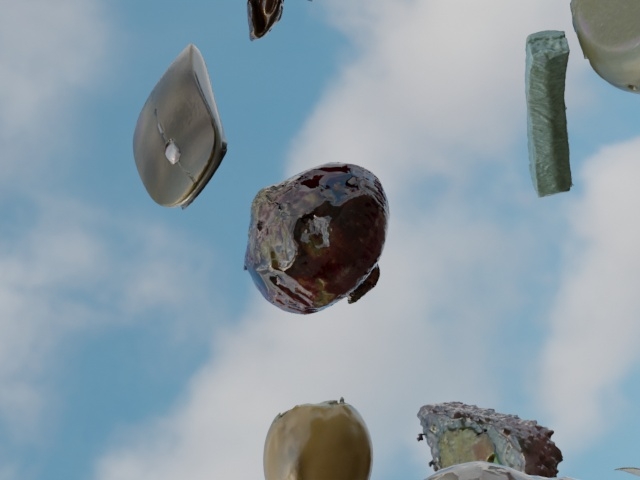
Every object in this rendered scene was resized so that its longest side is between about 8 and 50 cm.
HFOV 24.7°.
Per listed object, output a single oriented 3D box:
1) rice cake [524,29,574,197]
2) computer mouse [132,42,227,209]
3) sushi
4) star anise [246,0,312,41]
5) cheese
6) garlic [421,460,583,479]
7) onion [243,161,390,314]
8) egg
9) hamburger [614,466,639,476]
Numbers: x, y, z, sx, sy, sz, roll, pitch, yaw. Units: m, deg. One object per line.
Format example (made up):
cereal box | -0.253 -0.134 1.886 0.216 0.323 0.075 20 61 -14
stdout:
rice cake | 0.231 -0.121 1.476 0.045 0.042 0.245 -11 -33 4
computer mouse | -0.161 -0.133 1.637 0.056 0.245 0.126 25 -63 -28
sushi | 0.215 0.300 1.884 0.107 0.241 0.161 4 -89 -36
star anise | -0.004 -0.223 1.053 0.191 0.097 0.070 -33 -11 -2
cheese | 0.329 -0.228 1.330 0.091 0.175 0.202 13 -36 -35
garlic | 0.090 0.196 0.686 0.245 0.245 0.253 -40 -30 -24
onion | 0.000 0.000 0.937 0.097 0.107 0.107 46 -105 -24
egg | -0.002 0.163 1.044 0.080 0.080 0.096 28 -124 -50
hamburger | 0.429 0.245 1.397 0.262 0.243 0.138 34 -95 -29
